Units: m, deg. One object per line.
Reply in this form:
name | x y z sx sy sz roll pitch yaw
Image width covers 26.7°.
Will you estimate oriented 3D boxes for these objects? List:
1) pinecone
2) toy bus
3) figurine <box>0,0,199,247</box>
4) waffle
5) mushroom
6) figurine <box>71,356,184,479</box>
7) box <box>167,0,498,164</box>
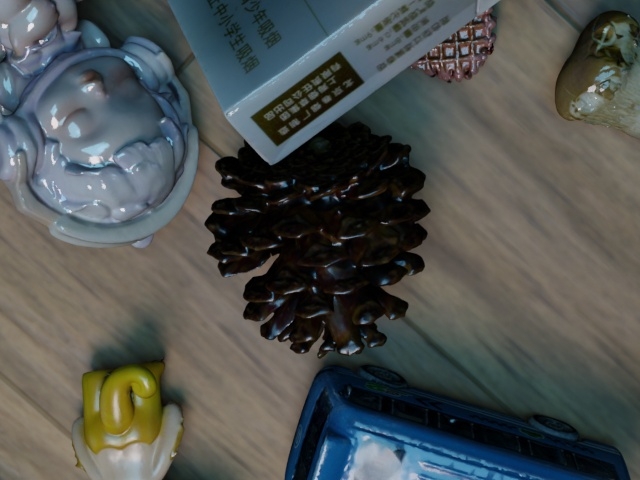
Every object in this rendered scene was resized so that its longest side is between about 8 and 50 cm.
pinecone | 0.001 0.007 0.966 0.163 0.163 0.165 -7 113 4
toy bus | 0.099 0.181 0.992 0.246 0.134 0.113 17 99 -1
figurine | -0.168 -0.100 0.956 0.162 0.141 0.236 -31 102 -34
waffle | 0.089 -0.157 0.991 0.083 0.029 0.075 32 99 0
mushroom | 0.275 -0.101 0.973 0.209 0.071 0.084 17 68 -3
figurine | -0.135 0.217 1.024 0.156 0.131 0.246 -13 84 7
box | 0.024 -0.181 0.926 0.243 0.155 0.067 -35 137 9
